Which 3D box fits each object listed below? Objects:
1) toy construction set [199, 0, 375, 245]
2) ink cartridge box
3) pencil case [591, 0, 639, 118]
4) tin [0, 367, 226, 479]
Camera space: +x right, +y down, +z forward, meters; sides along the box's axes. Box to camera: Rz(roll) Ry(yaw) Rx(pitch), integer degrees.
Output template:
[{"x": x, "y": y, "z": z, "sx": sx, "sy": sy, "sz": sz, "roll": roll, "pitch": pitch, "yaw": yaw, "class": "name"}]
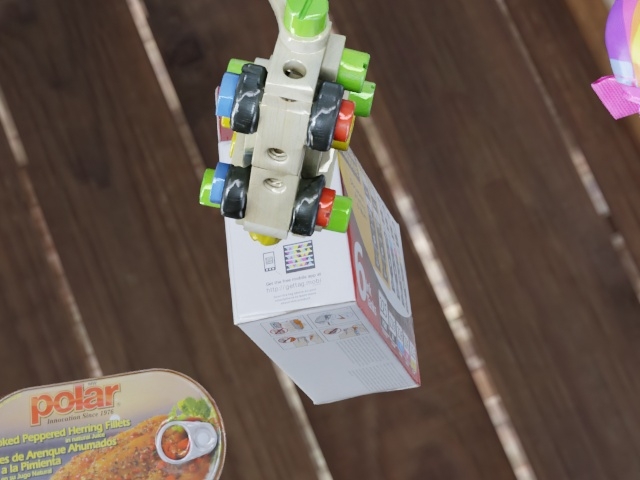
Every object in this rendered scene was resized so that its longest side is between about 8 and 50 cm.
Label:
[{"x": -0.026, "y": -0.125, "z": 1.190, "sx": 0.151, "sy": 0.215, "sz": 0.327, "roll": 4, "pitch": 143, "yaw": 12, "class": "toy construction set"}, {"x": 0.000, "y": 0.000, "z": 1.719, "sx": 0.130, "sy": 0.271, "sz": 0.309, "roll": -12, "pitch": 157, "yaw": 11, "class": "ink cartridge box"}, {"x": 0.217, "y": -0.070, "z": 0.685, "sx": 0.104, "sy": 0.104, "sz": 0.236, "roll": -18, "pitch": -160, "yaw": -17, "class": "pencil case"}, {"x": -0.154, "y": 0.144, "z": 1.084, "sx": 0.190, "sy": 0.106, "sz": 0.040, "roll": -6, "pitch": -178, "yaw": -31, "class": "tin"}]
